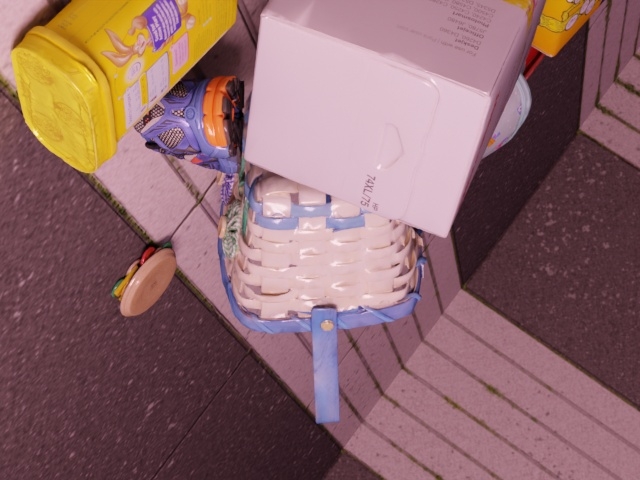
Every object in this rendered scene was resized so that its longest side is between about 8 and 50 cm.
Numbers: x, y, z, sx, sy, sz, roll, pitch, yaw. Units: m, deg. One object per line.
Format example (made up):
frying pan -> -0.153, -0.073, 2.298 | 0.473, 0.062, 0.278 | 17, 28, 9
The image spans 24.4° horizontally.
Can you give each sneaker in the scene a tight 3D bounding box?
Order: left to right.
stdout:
sneaker -> -0.109, -0.103, 1.252 | 0.221, 0.087, 0.083 | 96, -2, -85

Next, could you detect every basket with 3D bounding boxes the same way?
basket -> 0.000, 0.000, 1.459 | 0.255, 0.201, 0.289 | -95, 178, -48

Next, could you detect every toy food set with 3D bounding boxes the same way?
toy food set -> -0.170, 0.038, 1.451 | 0.083, 0.020, 0.082 | -51, 164, -13

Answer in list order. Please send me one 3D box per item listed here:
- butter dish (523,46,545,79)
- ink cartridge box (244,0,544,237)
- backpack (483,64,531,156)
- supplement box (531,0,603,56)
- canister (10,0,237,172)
butter dish -> 0.210, -0.269, 1.785 | 0.160, 0.118, 0.160 | -54, -155, -11
ink cartridge box -> 0.079, -0.185, 1.282 | 0.198, 0.197, 0.270 | 102, 12, -55
backpack -> 0.126, -0.165, 1.517 | 0.144, 0.188, 0.166 | -26, 168, -32
supplement box -> 0.233, -0.388, 1.434 | 0.194, 0.195, 0.356 | -47, 163, -26
canister -> -0.136, -0.147, 1.071 | 0.170, 0.073, 0.126 | -49, 164, -25
